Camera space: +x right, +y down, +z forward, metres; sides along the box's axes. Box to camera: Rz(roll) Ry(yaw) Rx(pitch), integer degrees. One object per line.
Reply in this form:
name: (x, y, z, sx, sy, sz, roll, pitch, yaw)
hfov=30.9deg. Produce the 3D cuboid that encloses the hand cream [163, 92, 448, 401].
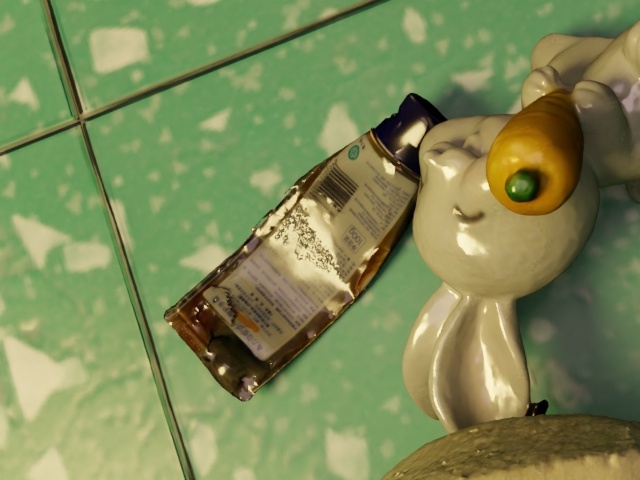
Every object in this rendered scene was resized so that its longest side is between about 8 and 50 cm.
hand cream: (0.000, 0.000, 0.547, 0.163, 0.039, 0.062, -46, 79, 10)

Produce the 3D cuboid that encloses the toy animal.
toy animal: (0.090, -0.003, 0.479, 0.181, 0.131, 0.127, -47, 112, -10)

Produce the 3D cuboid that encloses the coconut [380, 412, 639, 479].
coconut: (0.084, 0.190, 0.401, 0.224, 0.224, 0.234, -13, 54, 10)
